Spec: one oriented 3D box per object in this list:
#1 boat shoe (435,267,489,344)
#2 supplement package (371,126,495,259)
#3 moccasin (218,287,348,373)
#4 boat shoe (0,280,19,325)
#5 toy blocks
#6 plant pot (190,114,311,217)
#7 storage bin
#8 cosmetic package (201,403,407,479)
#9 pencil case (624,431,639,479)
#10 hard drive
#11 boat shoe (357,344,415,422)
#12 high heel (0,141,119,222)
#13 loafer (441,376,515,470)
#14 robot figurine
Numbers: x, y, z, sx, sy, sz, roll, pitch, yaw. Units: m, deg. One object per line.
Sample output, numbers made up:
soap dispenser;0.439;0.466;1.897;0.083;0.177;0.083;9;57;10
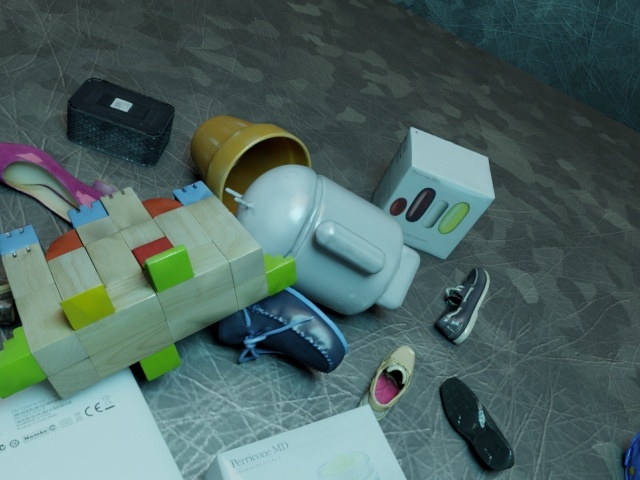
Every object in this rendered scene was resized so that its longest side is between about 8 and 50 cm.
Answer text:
boat shoe;0.289;0.116;1.054;0.065;0.075;0.206;34;48;2
supplement package;0.239;-0.100;1.139;0.194;0.203;0.149;19;43;-8
moccasin;-0.124;0.123;0.819;0.342;0.137;0.117;26;48;20
boat shoe;-0.443;0.093;0.719;0.049;0.056;0.152;35;43;15
toy blocks;-0.265;0.030;0.725;0.382;0.190;0.261;-25;46;-23
plant pot;-0.155;-0.150;1.012;0.205;0.205;0.188;-17;42;-37
storage bin;-0.399;-0.238;1.037;0.180;0.084;0.122;19;44;-10
cosmetic package;-0.003;0.355;0.633;0.224;0.138;0.224;-7;52;-32
pencil case;0.692;0.448;0.906;0.306;0.133;0.119;26;72;0
hard drive;-0.295;0.287;0.600;0.233;0.047;0.353;-16;54;-37
boat shoe;0.124;0.233;0.869;0.063;0.059;0.170;35;43;8
high heel;-0.466;-0.083;0.859;0.244;0.082;0.117;25;31;-22
loafer;0.265;0.312;0.878;0.061;0.062;0.170;41;16;-49
robot figurine;0.000;0.000;0.895;0.354;0.300;0.199;27;80;-20
